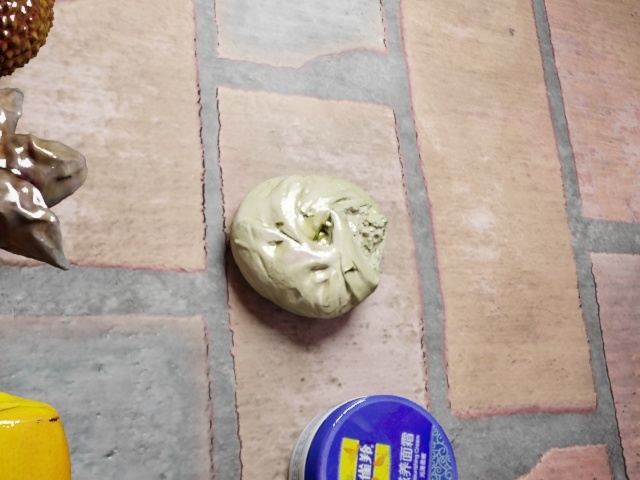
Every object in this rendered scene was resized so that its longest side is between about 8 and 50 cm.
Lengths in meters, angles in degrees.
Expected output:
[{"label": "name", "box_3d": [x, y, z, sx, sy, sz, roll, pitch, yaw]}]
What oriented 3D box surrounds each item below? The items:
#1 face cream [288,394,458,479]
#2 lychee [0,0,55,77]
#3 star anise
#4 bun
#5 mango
[{"label": "face cream", "box_3d": [0.064, 0.305, 1.088, 0.206, 0.111, 0.206, 9, 70, -26]}, {"label": "lychee", "box_3d": [-0.395, -0.285, 0.984, 0.188, 0.188, 0.188, 9, 70, -27]}, {"label": "star anise", "box_3d": [-0.389, -0.068, 0.874, 0.315, 0.108, 0.315, 27, 39, -24]}, {"label": "bun", "box_3d": [0.000, 0.000, 1.147, 0.237, 0.116, 0.210, -17, 84, -31]}, {"label": "mango", "box_3d": [-0.333, 0.291, 0.841, 0.138, 0.187, 0.257, 4, 92, 8]}]
